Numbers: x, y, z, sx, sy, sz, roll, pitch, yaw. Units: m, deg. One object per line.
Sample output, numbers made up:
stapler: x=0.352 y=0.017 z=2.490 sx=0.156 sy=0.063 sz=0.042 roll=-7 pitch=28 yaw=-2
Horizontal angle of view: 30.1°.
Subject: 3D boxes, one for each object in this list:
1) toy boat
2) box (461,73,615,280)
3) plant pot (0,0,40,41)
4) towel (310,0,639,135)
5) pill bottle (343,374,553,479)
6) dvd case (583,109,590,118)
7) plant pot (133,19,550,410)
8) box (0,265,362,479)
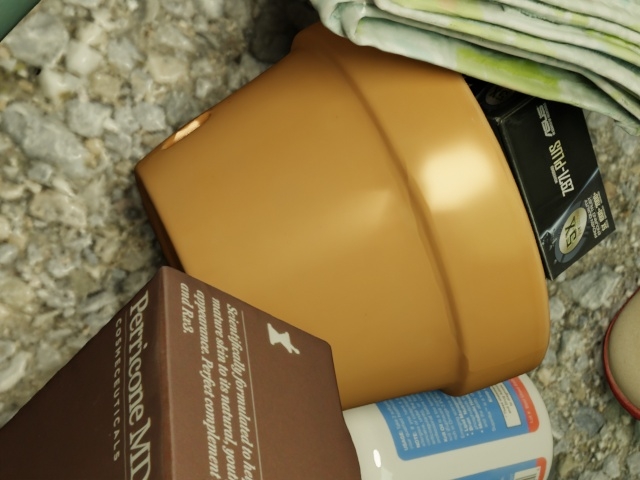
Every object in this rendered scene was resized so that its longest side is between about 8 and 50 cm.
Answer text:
toy boat: x=0.396 y=0.104 z=1.238 sx=0.231 sy=0.151 sz=0.151 roll=-42 pitch=153 yaw=-18
box: x=0.129 y=-0.067 z=0.950 sx=0.077 sy=0.180 sz=0.147 roll=-36 pitch=122 yaw=-21
plant pot: x=-0.311 y=-0.090 z=0.464 sx=0.334 sy=0.341 sz=0.341 roll=-38 pitch=125 yaw=7
towel: x=0.106 y=-0.250 z=0.797 sx=0.321 sy=0.374 sz=0.090 roll=12 pitch=140 yaw=-36
pill bottle: x=0.059 y=0.166 z=0.923 sx=0.222 sy=0.124 sz=0.124 roll=-7 pitch=108 yaw=-29
dvd case: x=0.178 y=-0.191 z=1.006 sx=0.179 sy=0.030 sz=0.238 roll=-51 pitch=130 yaw=-39
plant pot: x=0.000 y=0.000 z=0.835 sx=0.204 sy=0.291 sz=0.290 roll=-24 pitch=117 yaw=-10
box: x=-0.149 y=0.214 z=0.710 sx=0.143 sy=0.191 sz=0.381 roll=30 pitch=121 yaw=-32
